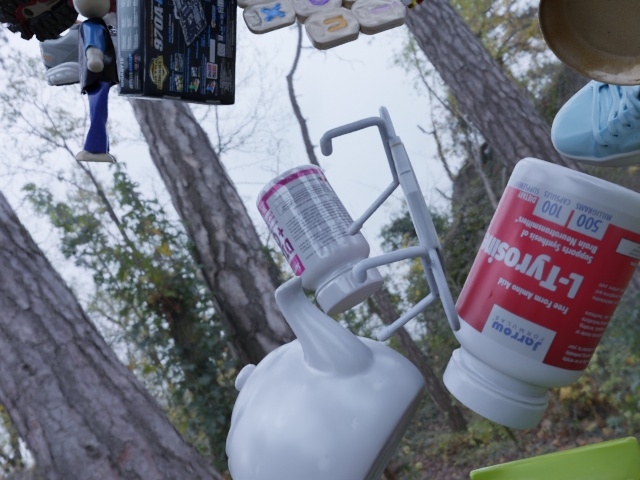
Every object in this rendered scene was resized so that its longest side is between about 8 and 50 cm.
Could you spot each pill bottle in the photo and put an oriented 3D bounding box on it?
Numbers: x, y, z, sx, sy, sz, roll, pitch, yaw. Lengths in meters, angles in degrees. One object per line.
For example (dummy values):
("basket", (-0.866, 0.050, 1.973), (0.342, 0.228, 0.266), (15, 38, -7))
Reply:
("pill bottle", (0.000, 0.000, 1.142), (0.160, 0.283, 0.160), (-28, -19, -10))
("pill bottle", (0.359, 0.089, 0.931), (0.229, 0.229, 0.407), (-1, -66, -59))

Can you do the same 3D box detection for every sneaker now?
("sneaker", (-0.382, -0.348, 1.004), (0.272, 0.108, 0.100), (-7, 23, 9))
("sneaker", (-0.344, -0.396, 0.811), (0.299, 0.112, 0.121), (-10, -31, 18))
("sneaker", (0.363, -0.178, 0.586), (0.150, 0.135, 0.366), (9, -14, -23))

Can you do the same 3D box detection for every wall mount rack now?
("wall mount rack", (0.095, -0.006, 0.822), (0.131, 0.350, 0.304), (-17, -28, 7))

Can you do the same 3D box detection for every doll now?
("doll", (-0.244, -0.180, 0.611), (0.046, 0.188, 0.129), (0, 8, -16))

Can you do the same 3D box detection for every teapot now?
("teapot", (-0.017, 0.204, 0.620), (0.256, 0.187, 0.252), (-58, -20, -11))

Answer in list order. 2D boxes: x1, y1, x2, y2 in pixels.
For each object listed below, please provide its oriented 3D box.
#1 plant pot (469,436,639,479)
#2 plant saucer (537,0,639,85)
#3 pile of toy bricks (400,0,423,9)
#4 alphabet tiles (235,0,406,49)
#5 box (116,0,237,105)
("plant pot", (0.357, 0.409, 0.783), (0.227, 0.207, 0.228), (-19, -30, 16))
("plant saucer", (0.160, -0.120, 0.302), (0.015, 0.083, 0.083), (-53, -13, -16))
("pile of toy bricks", (0.157, -0.570, 1.082), (0.105, 0.212, 0.118), (-39, 6, -28))
("alphabet tiles", (0.003, -0.391, 0.824), (0.278, 0.284, 0.021), (-22, -28, -8))
("box", (-0.180, -0.291, 0.728), (0.175, 0.051, 0.220), (-17, -67, -59))
